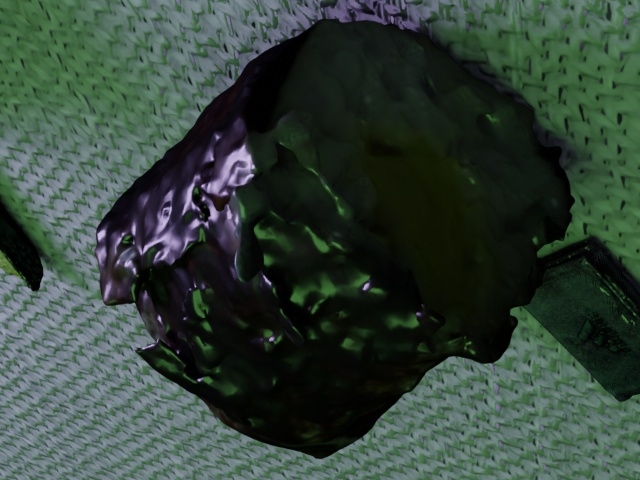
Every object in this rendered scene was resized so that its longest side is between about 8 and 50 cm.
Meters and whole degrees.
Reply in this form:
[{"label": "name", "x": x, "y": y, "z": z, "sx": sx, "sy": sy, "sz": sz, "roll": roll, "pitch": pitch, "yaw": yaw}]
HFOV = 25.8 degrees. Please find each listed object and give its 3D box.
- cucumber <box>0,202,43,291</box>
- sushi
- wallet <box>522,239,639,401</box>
[{"label": "cucumber", "x": -0.383, "y": -0.032, "z": 1.549, "sx": 0.070, "sy": 0.046, "sz": 0.220, "roll": -2, "pitch": 129, "yaw": 40}, {"label": "sushi", "x": 0.001, "y": -0.002, "z": 1.122, "sx": 0.299, "sy": 0.281, "sz": 0.294, "roll": 29, "pitch": 145, "yaw": -19}, {"label": "wallet", "x": 0.251, "y": 0.074, "z": 1.232, "sx": 0.166, "sy": 0.030, "sz": 0.111, "roll": 45, "pitch": 146, "yaw": -14}]
